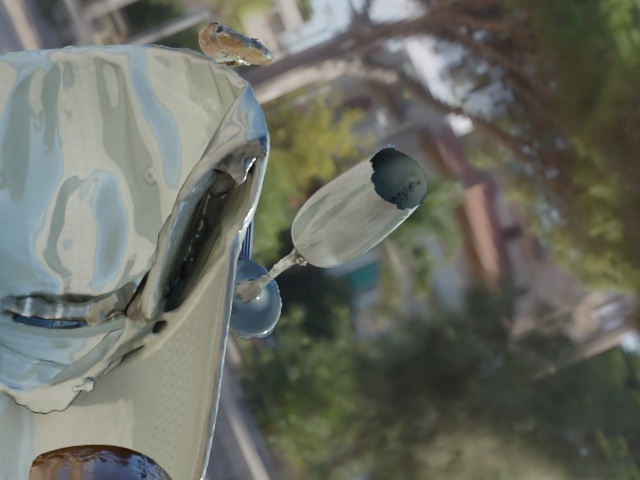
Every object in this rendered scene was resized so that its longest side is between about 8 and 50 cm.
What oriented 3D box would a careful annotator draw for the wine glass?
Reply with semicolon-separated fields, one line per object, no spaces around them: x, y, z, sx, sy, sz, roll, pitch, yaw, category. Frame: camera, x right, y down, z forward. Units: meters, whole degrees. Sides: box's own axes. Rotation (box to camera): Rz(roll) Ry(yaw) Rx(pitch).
0.000;0.000;1.393;0.262;0.074;0.074;-38;-108;52;wine glass

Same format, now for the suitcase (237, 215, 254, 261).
-0.112;-0.029;1.821;0.059;0.086;0.126;4;-88;51;suitcase

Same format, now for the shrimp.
-0.104;-0.218;2.043;0.184;0.091;0.043;-168;-82;-78;shrimp

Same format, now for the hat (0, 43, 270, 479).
-0.146;0.035;1.020;0.168;0.257;0.301;-26;116;-83;hat

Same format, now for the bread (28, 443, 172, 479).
-0.067;0.139;0.706;0.126;0.044;0.129;53;7;-36;bread
